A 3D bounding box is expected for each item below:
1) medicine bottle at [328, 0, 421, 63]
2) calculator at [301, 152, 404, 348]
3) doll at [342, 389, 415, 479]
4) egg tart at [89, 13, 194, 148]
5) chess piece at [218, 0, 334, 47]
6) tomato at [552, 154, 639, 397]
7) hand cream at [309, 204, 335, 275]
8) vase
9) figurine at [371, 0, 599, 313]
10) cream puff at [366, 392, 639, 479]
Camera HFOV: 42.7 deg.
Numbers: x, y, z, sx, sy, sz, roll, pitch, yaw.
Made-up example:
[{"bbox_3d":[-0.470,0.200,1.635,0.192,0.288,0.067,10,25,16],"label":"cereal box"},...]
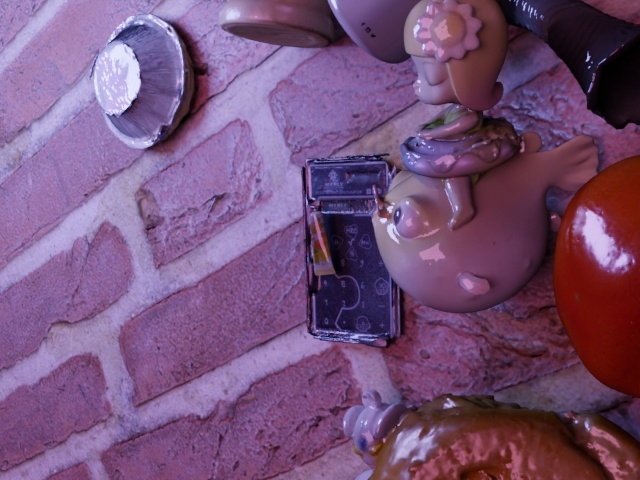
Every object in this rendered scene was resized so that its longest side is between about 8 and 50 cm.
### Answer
[{"bbox_3d":[0.153,-0.355,0.988,0.289,0.157,0.157,-34,74,34],"label":"medicine bottle"},{"bbox_3d":[0.044,0.015,1.185,0.166,0.028,0.274,0,94,38],"label":"calculator"},{"bbox_3d":[0.115,0.391,1.130,0.188,0.099,0.384,-14,89,38],"label":"doll"},{"bbox_3d":[-0.318,-0.273,1.401,0.234,0.094,0.234,2,93,39],"label":"egg tart"},{"bbox_3d":[-0.048,-0.433,1.142,0.167,0.167,0.299,8,94,37],"label":"chess piece"},{"bbox_3d":[0.340,0.040,0.835,0.260,0.180,0.259,171,90,-75],"label":"tomato"},{"bbox_3d":[0.000,0.000,1.188,0.035,0.022,0.102,-6,93,27],"label":"hand cream"},{"bbox_3d":[0.282,-0.224,0.887,0.115,0.115,0.237,-58,33,26],"label":"vase"},{"bbox_3d":[0.184,-0.115,0.941,0.275,0.226,0.394,-10,111,-1],"label":"figurine"},{"bbox_3d":[0.217,0.321,0.949,0.343,0.231,0.327,-34,75,6],"label":"cream puff"}]
